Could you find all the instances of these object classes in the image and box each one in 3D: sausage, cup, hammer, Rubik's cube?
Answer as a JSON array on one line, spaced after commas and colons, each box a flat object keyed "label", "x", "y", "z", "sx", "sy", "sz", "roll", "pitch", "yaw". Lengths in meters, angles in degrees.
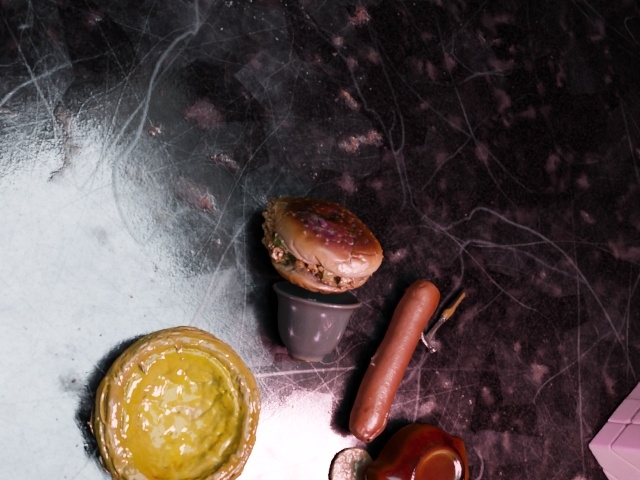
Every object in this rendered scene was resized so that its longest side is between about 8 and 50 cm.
[{"label": "sausage", "x": 0.173, "y": 0.278, "z": 1.653, "sx": 0.094, "sy": 0.094, "sz": 0.419, "roll": 23, "pitch": 68, "yaw": 10}, {"label": "cup", "x": -0.021, "y": 0.185, "z": 1.535, "sx": 0.199, "sy": 0.199, "sz": 0.150, "roll": 8, "pitch": 98, "yaw": -26}, {"label": "hammer", "x": 0.316, "y": 0.191, "z": 1.781, "sx": 0.078, "sy": 0.021, "sz": 0.201, "roll": 49, "pitch": 63, "yaw": -11}, {"label": "Rubik's cube", "x": 1.000, "y": 0.592, "z": 1.894, "sx": 0.316, "sy": 0.318, "sz": 0.322, "roll": -38, "pitch": 98, "yaw": -27}]

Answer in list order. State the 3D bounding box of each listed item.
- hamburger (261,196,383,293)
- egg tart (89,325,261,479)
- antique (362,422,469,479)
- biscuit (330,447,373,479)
[{"label": "hamburger", "x": 0.000, "y": 0.000, "z": 1.550, "sx": 0.285, "sy": 0.146, "sz": 0.243, "roll": 27, "pitch": 31, "yaw": 7}, {"label": "egg tart", "x": -0.285, "y": 0.346, "z": 1.376, "sx": 0.345, "sy": 0.132, "sz": 0.346, "roll": 6, "pitch": 77, "yaw": -26}, {"label": "antique", "x": 0.232, "y": 0.537, "z": 1.607, "sx": 0.278, "sy": 0.129, "sz": 0.224, "roll": -1, "pitch": 81, "yaw": -33}, {"label": "biscuit", "x": 0.075, "y": 0.534, "z": 1.595, "sx": 0.120, "sy": 0.015, "sz": 0.120, "roll": 5, "pitch": 79, "yaw": -27}]
